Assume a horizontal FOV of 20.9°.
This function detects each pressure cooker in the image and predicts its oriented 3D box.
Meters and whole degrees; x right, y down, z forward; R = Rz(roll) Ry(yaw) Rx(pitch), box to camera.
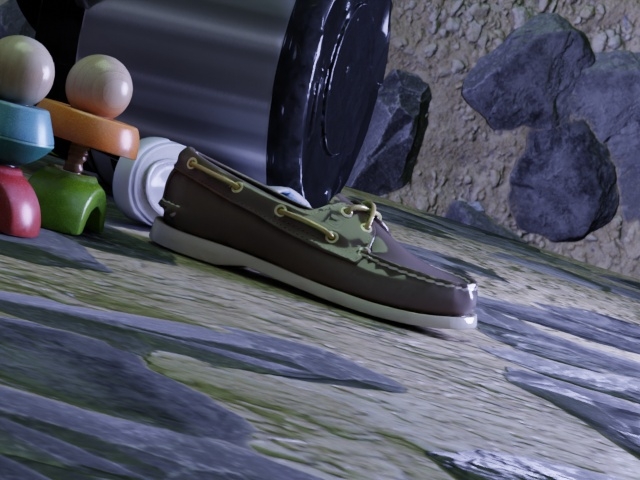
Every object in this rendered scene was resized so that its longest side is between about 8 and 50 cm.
[{"bbox_3d":[-0.155,-0.234,2.076,0.420,0.370,0.375,15,33,13],"label":"pressure cooker"}]

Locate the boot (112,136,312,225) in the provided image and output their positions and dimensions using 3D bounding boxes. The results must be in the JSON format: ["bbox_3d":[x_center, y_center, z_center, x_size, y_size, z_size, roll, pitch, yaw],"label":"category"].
[{"bbox_3d":[-0.101,-0.046,1.805,0.123,0.095,0.258,11,1,27],"label":"boot"}]

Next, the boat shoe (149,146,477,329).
[{"bbox_3d":[0.000,0.000,1.614,0.324,0.097,0.116,18,5,16],"label":"boat shoe"}]

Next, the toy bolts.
[{"bbox_3d":[-0.275,-0.103,1.496,0.218,0.159,0.228,17,5,5],"label":"toy bolts"}]

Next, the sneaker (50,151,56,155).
[{"bbox_3d":[-0.303,-0.128,2.320,0.144,0.059,0.053,19,4,15],"label":"sneaker"}]
